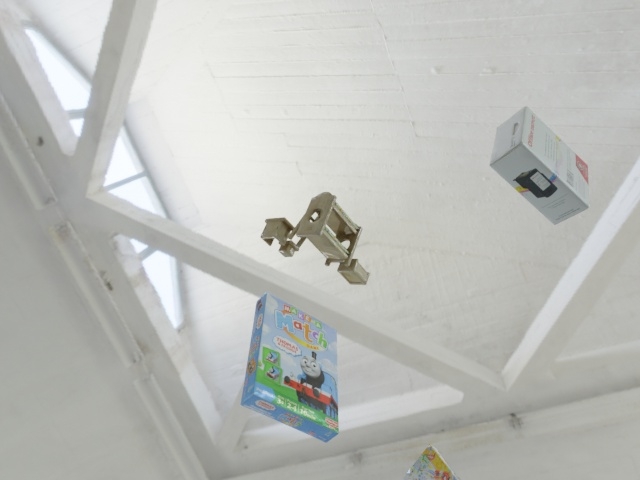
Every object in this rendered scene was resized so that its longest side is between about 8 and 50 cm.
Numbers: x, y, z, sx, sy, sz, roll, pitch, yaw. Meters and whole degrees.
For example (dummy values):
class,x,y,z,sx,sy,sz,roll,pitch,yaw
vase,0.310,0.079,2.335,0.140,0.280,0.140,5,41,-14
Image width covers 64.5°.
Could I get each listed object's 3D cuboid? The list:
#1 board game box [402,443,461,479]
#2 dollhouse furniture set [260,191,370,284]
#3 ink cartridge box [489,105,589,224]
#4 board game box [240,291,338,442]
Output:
class,x,y,z,sx,sy,sz,roll,pitch,yaw
board game box,0.245,0.528,1.103,0.026,0.154,0.103,39,-92,-12
dollhouse furniture set,0.000,0.000,1.040,0.160,0.101,0.182,-2,-36,38
ink cartridge box,0.393,-0.135,0.908,0.175,0.127,0.072,38,-42,-13
board game box,-0.043,0.201,0.833,0.160,0.212,0.039,32,-59,-22
